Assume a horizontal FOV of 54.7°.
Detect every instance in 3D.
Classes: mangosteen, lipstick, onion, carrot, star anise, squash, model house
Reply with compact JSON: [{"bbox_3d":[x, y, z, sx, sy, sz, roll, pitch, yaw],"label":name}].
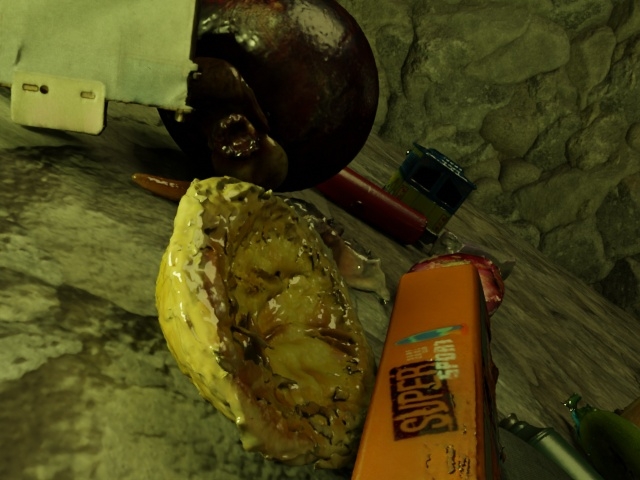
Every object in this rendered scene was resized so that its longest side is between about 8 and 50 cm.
[{"bbox_3d":[-0.073,-0.185,0.811,0.297,0.297,0.293,23,65,-39],"label":"mangosteen"},{"bbox_3d":[0.079,-0.083,1.183,0.279,0.073,0.073,30,17,-17],"label":"lipstick"},{"bbox_3d":[0.194,0.095,0.894,0.150,0.140,0.150,-7,29,4],"label":"onion"},{"bbox_3d":[-0.147,-0.055,0.704,0.142,0.035,0.035,11,29,-47],"label":"carrot"},{"bbox_3d":[-0.002,-0.007,0.811,0.208,0.063,0.172,28,17,-28],"label":"star anise"},{"bbox_3d":[0.397,0.293,0.765,0.087,0.087,0.331,32,15,-16],"label":"squash"},{"bbox_3d":[-0.263,-0.204,0.629,0.271,0.178,0.206,1,17,-27],"label":"model house"}]

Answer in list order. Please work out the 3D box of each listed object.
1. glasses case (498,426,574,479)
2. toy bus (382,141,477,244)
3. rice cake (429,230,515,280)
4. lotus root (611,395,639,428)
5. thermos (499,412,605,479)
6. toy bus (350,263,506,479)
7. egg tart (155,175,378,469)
[{"bbox_3d":[0.161,0.252,0.406,0.131,0.074,0.323,33,16,-9],"label":"glasses case"},{"bbox_3d":[0.229,-0.114,1.376,0.138,0.175,0.288,35,13,-3],"label":"toy bus"},{"bbox_3d":[0.357,0.040,1.412,0.064,0.070,0.399,42,16,32],"label":"rice cake"},{"bbox_3d":[0.658,0.384,1.024,0.374,0.111,0.390,27,19,-15],"label":"lotus root"},{"bbox_3d":[0.240,0.252,0.596,0.188,0.083,0.073,47,-3,37],"label":"thermos"},{"bbox_3d":[0.090,0.128,0.472,0.409,0.093,0.092,-59,136,-67],"label":"toy bus"},{"bbox_3d":[-0.043,0.064,0.464,0.232,0.098,0.252,60,20,-1],"label":"egg tart"}]
